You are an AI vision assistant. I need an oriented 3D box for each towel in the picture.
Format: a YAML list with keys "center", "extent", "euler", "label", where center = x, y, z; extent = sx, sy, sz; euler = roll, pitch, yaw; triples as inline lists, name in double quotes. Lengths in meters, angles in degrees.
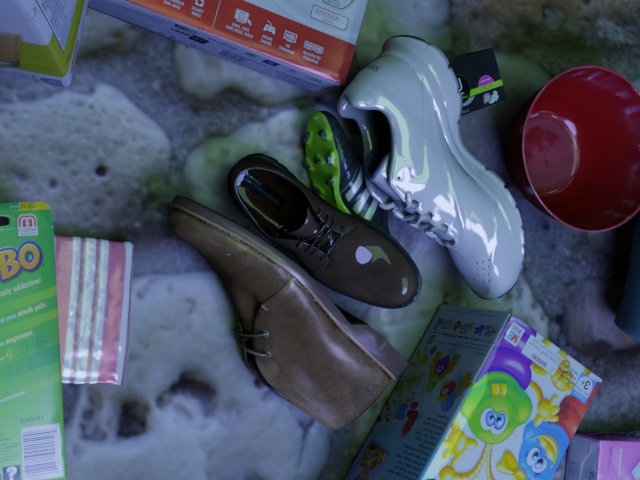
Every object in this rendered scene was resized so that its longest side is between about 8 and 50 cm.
- center: [-0.275, 0.063, 1.139]
  extent: [0.197, 0.029, 0.144]
  euler: [6, 88, -27]
  label: "towel"

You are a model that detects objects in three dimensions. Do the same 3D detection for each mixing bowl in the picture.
- center: [0.276, -0.100, 1.343]
  extent: [0.181, 0.098, 0.182]
  euler: [-1, 91, -24]
  label: "mixing bowl"

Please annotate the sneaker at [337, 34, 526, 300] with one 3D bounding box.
- center: [0.109, -0.059, 1.251]
  extent: [0.129, 0.111, 0.297]
  euler: [-37, 104, -32]
  label: "sneaker"

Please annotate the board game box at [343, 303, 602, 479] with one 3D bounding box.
- center: [0.147, 0.223, 1.263]
  extent: [0.142, 0.144, 0.275]
  euler: [35, 77, -21]
  label: "board game box"

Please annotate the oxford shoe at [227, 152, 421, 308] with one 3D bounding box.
- center: [0.000, 0.000, 1.187]
  extent: [0.227, 0.096, 0.083]
  euler: [32, 96, -2]
  label: "oxford shoe"

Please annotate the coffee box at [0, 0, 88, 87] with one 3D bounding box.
- center: [-0.331, -0.343, 0.896]
  extent: [0.337, 0.334, 0.338]
  euler: [13, 85, -4]
  label: "coffee box"

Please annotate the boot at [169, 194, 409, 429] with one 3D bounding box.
- center: [-0.049, 0.076, 1.201]
  extent: [0.305, 0.112, 0.115]
  euler: [43, 85, -21]
  label: "boot"

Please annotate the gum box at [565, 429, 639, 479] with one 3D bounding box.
- center: [0.342, 0.311, 1.394]
  extent: [0.107, 0.062, 0.189]
  euler: [6, 88, -24]
  label: "gum box"

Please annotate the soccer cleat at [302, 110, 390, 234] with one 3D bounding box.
- center: [0.033, -0.055, 1.262]
  extent: [0.072, 0.060, 0.179]
  euler: [-28, 106, -35]
  label: "soccer cleat"

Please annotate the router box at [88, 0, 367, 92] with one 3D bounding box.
- center: [-0.098, -0.344, 1.182]
  extent: [0.335, 0.082, 0.301]
  euler: [17, 83, -23]
  label: "router box"

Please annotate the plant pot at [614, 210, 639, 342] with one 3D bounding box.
- center: [0.467, 0.025, 1.351]
  extent: [0.271, 0.271, 0.255]
  euler: [24, 98, -22]
  label: "plant pot"

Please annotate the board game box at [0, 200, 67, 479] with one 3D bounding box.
- center: [-0.300, 0.096, 1.090]
  extent: [0.124, 0.039, 0.260]
  euler: [-4, 95, -28]
  label: "board game box"

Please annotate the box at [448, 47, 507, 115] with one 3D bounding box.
- center: [0.150, -0.168, 1.311]
  extent: [0.083, 0.052, 0.062]
  euler: [-21, 99, -21]
  label: "box"
